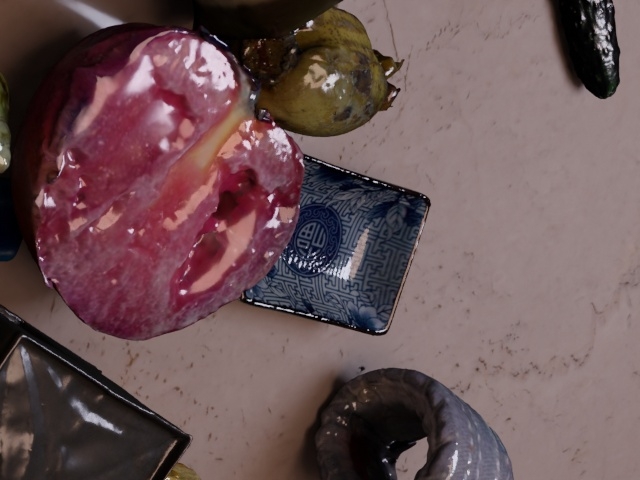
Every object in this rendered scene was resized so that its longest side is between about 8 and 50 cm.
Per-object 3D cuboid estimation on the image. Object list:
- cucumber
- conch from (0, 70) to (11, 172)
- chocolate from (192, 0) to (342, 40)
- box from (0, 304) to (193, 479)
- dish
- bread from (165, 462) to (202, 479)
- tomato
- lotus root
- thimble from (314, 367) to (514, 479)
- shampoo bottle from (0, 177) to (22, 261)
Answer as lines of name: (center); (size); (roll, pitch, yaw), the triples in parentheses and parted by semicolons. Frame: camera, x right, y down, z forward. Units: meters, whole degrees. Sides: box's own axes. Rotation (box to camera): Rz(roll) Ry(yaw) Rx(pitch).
cucumber: (0.342, -0.320, 1.910); (0.072, 0.081, 0.303); (-12, 127, 10)
conch: (-0.364, -0.125, 1.316); (0.187, 0.181, 0.124); (102, -6, -64)
chocolate: (-0.051, -0.394, 1.422); (0.314, 0.326, 0.297); (-44, 112, -17)
box: (-0.340, 0.244, 1.427); (0.251, 0.204, 0.345); (41, 77, -41)
dish: (0.000, 0.000, 1.720); (0.243, 0.080, 0.182); (16, 93, -41)
bread: (-0.247, 0.364, 1.614); (0.184, 0.114, 0.275); (26, 86, -39)
tomato: (-0.191, -0.072, 1.468); (0.290, 0.176, 0.335); (-49, 136, -8)
lotus root: (-0.001, -0.183, 1.610); (0.278, 0.154, 0.154); (-1, 106, -61)
thimble: (0.114, 0.279, 1.809); (0.172, 0.236, 0.205); (38, 73, -42)
shampoo bottle: (-0.373, -0.022, 1.414); (0.183, 0.050, 0.087); (2, 108, -41)
